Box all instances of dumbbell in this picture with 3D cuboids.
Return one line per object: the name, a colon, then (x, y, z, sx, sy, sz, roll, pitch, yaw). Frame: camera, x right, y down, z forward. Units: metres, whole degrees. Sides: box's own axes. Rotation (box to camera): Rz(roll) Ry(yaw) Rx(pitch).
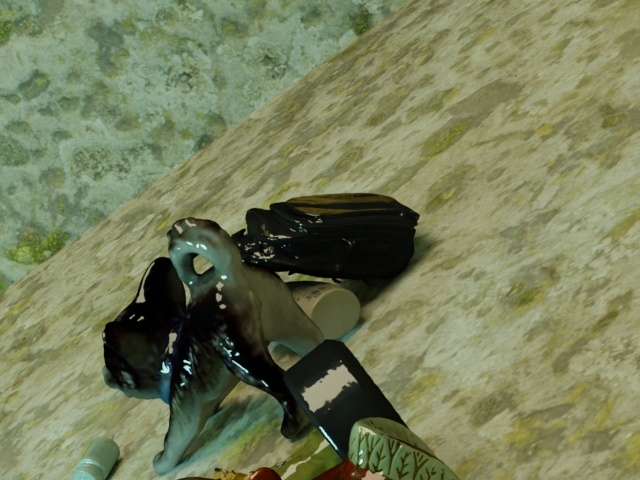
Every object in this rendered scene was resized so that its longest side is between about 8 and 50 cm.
dumbbell: (-0.050, 0.273, 1.740, 0.322, 0.204, 0.204, -38, 16, -2)

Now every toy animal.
toy animal: (-0.173, 0.124, 2.228, 0.344, 0.303, 0.194, -22, 19, 38)

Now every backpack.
backpack: (0.000, 0.000, 2.408, 0.258, 0.133, 0.206, 3, 8, -21)

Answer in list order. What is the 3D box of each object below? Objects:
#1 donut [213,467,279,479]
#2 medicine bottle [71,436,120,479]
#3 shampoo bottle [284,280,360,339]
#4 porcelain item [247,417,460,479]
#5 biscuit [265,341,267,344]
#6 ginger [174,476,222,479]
donut: (-0.088, 0.292, 2.011, 0.067, 0.083, 0.038, 115, 173, -50)
medicine bottle: (-0.325, 0.324, 2.430, 0.047, 0.047, 0.083, -27, 19, 30)
shampoo bottle: (-0.036, 0.101, 2.400, 0.127, 0.078, 0.257, -34, 16, -22)
porcelain item: (0.025, 0.280, 1.527, 0.253, 0.253, 0.253, -33, 17, 11)
biscuit: (-0.115, 0.155, 2.521, 0.102, 0.019, 0.130, -31, 16, 15)
ginger: (-0.176, 0.341, 1.990, 0.309, 0.107, 0.133, -16, 12, 42)
